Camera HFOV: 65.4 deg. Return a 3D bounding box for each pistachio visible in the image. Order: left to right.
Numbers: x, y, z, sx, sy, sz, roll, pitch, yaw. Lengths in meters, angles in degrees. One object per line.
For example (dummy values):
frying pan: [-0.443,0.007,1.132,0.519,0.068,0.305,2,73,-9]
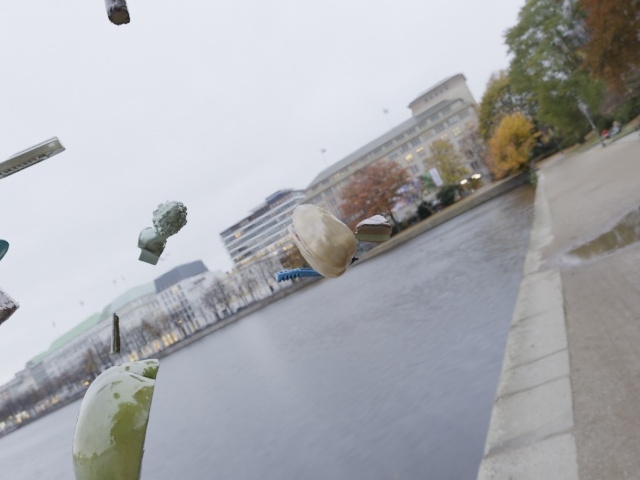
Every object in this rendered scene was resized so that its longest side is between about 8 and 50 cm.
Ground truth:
pistachio: [0.000,0.000,1.373,0.157,0.229,0.157,-32,-30,-21]

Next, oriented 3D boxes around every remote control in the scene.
remote control: [-0.900,-0.251,1.520,0.230,0.049,0.090,-29,10,-13]

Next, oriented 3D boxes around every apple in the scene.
apple: [-0.495,0.512,1.303,0.312,0.359,0.320,11,0,29]

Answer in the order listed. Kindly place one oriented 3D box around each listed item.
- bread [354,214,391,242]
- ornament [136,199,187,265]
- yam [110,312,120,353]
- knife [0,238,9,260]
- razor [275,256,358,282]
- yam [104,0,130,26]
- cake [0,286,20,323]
bread: [0.118,-0.021,1.042,0.062,0.043,0.109,17,21,27]
ornament: [-0.584,-0.024,1.801,0.285,0.121,0.130,-49,27,24]
yam: [-0.646,0.292,1.576,0.033,0.129,0.027,-12,-19,17]
knife: [-0.971,0.095,1.437,0.032,0.221,0.064,5,-25,32]
razor: [-0.010,0.091,1.511,0.254,0.042,0.082,-9,-10,-11]
yam: [-0.682,-0.797,1.661,0.079,0.141,0.079,-15,-15,-4]
cake: [-0.534,0.099,0.710,0.134,0.135,0.147,-46,5,-3]
